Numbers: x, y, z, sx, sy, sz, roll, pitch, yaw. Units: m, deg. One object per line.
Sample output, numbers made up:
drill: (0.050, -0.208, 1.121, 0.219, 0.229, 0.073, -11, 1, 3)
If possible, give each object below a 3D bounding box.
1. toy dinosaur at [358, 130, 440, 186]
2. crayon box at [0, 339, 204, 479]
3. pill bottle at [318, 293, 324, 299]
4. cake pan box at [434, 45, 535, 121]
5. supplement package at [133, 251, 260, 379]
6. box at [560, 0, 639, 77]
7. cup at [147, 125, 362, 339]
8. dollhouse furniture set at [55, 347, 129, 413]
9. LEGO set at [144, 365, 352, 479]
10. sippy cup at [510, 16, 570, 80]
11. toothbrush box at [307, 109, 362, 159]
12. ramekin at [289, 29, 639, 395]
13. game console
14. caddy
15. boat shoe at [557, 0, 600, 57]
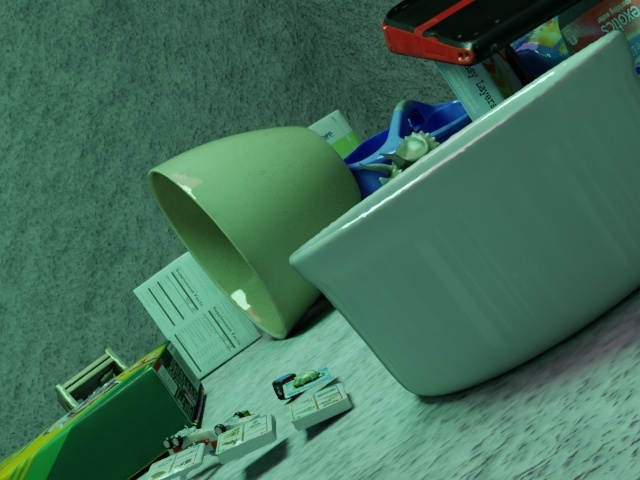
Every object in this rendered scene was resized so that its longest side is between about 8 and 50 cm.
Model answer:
toy dinosaur: (0.151, -0.081, 1.443, 0.121, 0.160, 0.313, -35, 3, 7)
crayon box: (-0.317, 0.281, 1.425, 0.313, 0.106, 0.363, -35, 2, -4)
pill bottle: (-0.005, 0.035, 1.807, 0.208, 0.117, 0.117, -34, 3, 28)
cake pan box: (0.286, -0.238, 1.663, 0.070, 0.245, 0.267, -30, 4, 26)
supplement package: (-0.232, 0.132, 1.988, 0.145, 0.204, 0.262, -35, 2, -6)
box: (0.467, -0.292, 1.341, 0.142, 0.154, 0.300, -35, 1, -17)
cup: (-0.077, -0.046, 1.639, 0.237, 0.331, 0.331, -40, 4, -16)
dollhouse furniture set: (-0.415, 0.328, 2.018, 0.129, 0.129, 0.183, -37, -21, -29)
LEGO set: (-0.061, 0.177, 0.956, 0.183, 0.060, 0.244, -23, 3, -3)
sippy cup: (0.437, -0.330, 1.865, 0.240, 0.305, 0.224, 6, 44, 42)
toothbrush box: (0.036, -0.121, 2.317, 0.122, 0.283, 0.206, -33, 4, 39)
ramekin: (0.127, -0.012, 0.733, 0.277, 0.135, 0.277, -34, 2, 1)
game console: (0.294, -0.362, 1.461, 0.387, 0.060, 0.342, -32, 25, -7)
caddy: (0.169, -0.149, 1.726, 0.241, 0.179, 0.341, -21, 11, 22)
boat shoe: (0.405, -0.297, 1.551, 0.083, 0.226, 0.076, 0, 13, 30)
